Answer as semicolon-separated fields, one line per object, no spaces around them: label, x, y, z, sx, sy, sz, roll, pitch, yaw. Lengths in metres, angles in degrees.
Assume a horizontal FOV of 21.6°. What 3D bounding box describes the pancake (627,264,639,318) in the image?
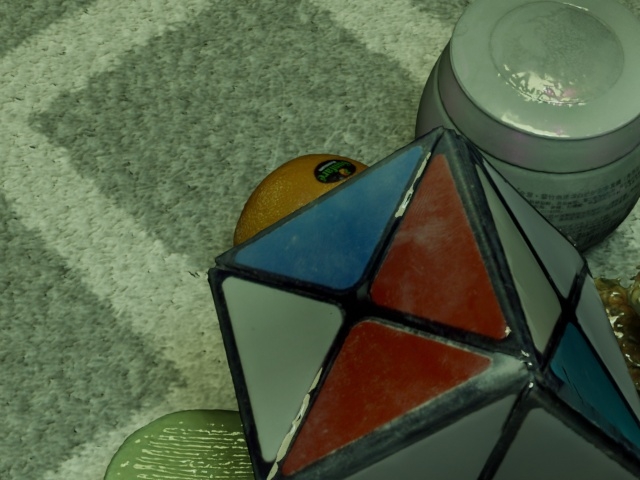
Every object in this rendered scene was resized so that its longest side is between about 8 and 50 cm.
pancake;0.480;0.040;1.622;0.382;0.382;0.071;-6;91;-8

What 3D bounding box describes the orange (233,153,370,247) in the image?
orange;0.000;0.000;1.825;0.206;0.206;0.206;1;53;-2

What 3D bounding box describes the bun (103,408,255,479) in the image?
bun;-0.112;0.264;1.667;0.221;0.108;0.221;1;52;-1

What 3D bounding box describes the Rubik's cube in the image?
Rubik's cube;0.114;0.127;1.601;0.305;0.310;0.307;-30;50;16

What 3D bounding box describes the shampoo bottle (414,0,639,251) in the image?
shampoo bottle;0.245;-0.132;1.891;0.273;0.266;0.273;2;53;-3

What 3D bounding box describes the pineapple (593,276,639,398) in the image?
pineapple;0.390;0.141;1.777;0.310;0.141;0.170;21;37;7
